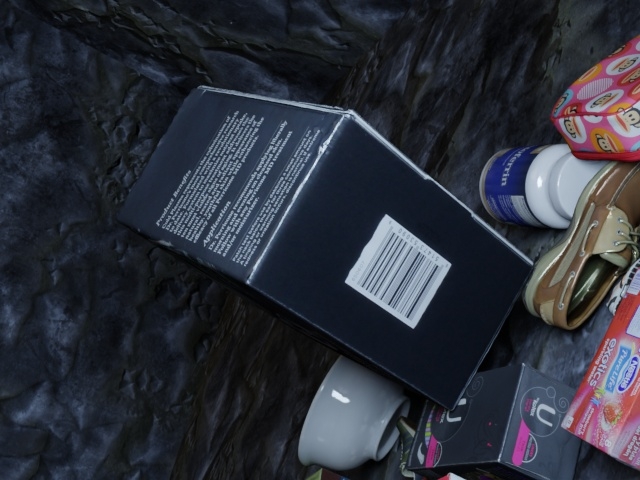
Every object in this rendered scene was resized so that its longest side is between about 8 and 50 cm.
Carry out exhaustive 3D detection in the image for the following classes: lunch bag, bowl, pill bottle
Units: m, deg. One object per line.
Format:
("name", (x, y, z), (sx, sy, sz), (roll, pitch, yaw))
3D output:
("lunch bag", (0.536, -0.245, 1.607), (0.293, 0.120, 0.258), (-38, 16, -12))
("bowl", (0.090, 0.348, 2.035), (0.298, 0.134, 0.297), (-48, -27, -36))
("pill bottle", (0.413, -0.098, 1.836), (0.153, 0.153, 0.265), (-65, 19, -6))

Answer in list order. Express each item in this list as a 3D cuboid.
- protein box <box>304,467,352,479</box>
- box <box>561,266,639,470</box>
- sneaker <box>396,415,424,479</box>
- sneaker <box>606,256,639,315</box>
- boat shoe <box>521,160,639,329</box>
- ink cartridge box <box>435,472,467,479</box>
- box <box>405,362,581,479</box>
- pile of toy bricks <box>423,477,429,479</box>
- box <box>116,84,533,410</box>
("protein box", (-0.003, 0.600, 2.024), (0.200, 0.136, 0.201), (-46, 25, 44))
("box", (0.456, 0.180, 1.376), (0.256, 0.123, 0.128), (-64, 18, -1))
("sneaker", (0.174, 0.405, 1.925), (0.086, 0.064, 0.192), (-57, 21, 2))
("sneaker", (0.482, 0.069, 1.593), (0.109, 0.040, 0.044), (-61, 16, 6))
("boat shoe", (0.462, 0.008, 1.636), (0.324, 0.123, 0.120), (-58, 33, 10))
("ink cartridge box", (0.145, 0.464, 1.492), (0.309, 0.272, 0.130), (-41, 28, 46))
("box", (0.280, 0.313, 1.637), (0.270, 0.143, 0.165), (-29, 37, 59))
("pile of toy bricks", (0.164, 0.483, 1.782), (0.212, 0.105, 0.118), (-51, 21, 32))
("box", (0.000, 0.000, 1.692), (0.472, 0.480, 0.297), (23, 80, 55))
